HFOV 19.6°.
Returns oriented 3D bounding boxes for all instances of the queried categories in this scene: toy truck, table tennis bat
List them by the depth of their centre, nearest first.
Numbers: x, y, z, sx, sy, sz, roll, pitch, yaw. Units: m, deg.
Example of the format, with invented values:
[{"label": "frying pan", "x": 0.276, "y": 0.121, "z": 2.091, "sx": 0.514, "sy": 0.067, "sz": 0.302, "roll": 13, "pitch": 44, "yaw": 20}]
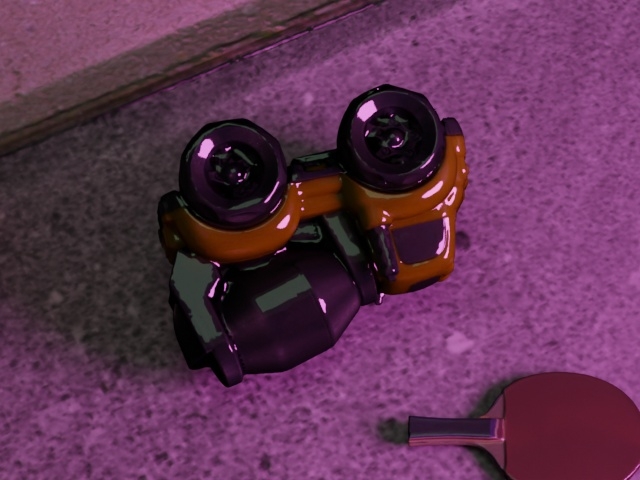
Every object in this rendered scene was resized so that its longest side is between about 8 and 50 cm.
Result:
[{"label": "table tennis bat", "x": 0.137, "y": 0.128, "z": 1.226, "sx": 0.158, "sy": 0.014, "sz": 0.095, "roll": 1, "pitch": 55, "yaw": 2}, {"label": "toy truck", "x": 0.000, "y": 0.000, "z": 1.266, "sx": 0.224, "sy": 0.147, "sz": 0.165, "roll": -14, "pitch": 78, "yaw": -9}]
